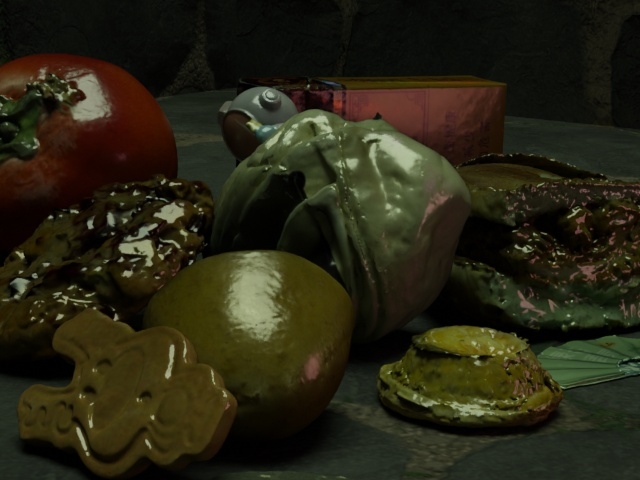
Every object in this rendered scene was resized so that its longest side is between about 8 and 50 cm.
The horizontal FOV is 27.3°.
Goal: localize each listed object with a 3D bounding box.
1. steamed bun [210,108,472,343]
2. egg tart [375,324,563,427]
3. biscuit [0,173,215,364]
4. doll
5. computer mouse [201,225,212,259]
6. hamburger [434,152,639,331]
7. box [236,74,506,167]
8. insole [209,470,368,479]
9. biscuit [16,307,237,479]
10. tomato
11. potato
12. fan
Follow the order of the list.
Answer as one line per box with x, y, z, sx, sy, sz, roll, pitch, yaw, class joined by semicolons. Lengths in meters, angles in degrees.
0.000;0.000;1.524;0.320;0.275;0.206;-35;-2;42;steamed bun
0.152;0.133;1.333;0.191;0.074;0.191;4;12;-1;egg tart
-0.267;0.019;1.499;0.289;0.081;0.334;-3;33;41;biscuit
-0.012;-0.105;1.711;0.287;0.151;0.151;36;25;17;doll
-0.048;-0.007;1.795;0.264;0.147;0.088;-2;34;-24;computer mouse
0.272;-0.004;1.674;0.318;0.195;0.277;-1;10;-23;hamburger
0.076;-0.115;1.978;0.415;0.264;0.116;-6;16;-26;box
0.022;0.215;1.088;0.248;0.011;0.081;3;14;9;insole
-0.173;0.139;1.161;0.236;0.144;0.040;9;-19;40;biscuit
-0.362;-0.113;1.902;0.321;0.321;0.321;1;13;0;tomato
-0.065;0.118;1.220;0.203;0.178;0.158;14;31;-12;potato
0.319;0.134;1.489;0.131;0.009;0.240;10;15;41;fan
